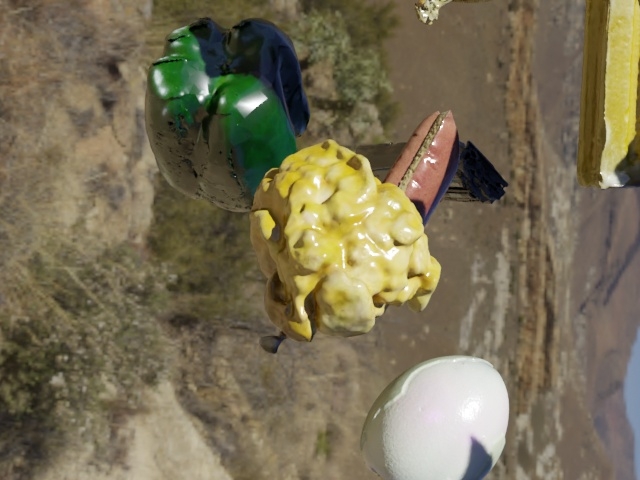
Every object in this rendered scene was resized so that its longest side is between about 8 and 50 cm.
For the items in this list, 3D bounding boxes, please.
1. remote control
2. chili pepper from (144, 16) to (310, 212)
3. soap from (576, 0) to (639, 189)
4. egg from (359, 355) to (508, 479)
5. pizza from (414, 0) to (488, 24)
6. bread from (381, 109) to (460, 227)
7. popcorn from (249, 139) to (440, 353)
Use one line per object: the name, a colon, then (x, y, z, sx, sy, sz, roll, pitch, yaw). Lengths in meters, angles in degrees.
remote control: (0.184, -0.118, 1.542, 0.144, 0.399, 0.062, 44, 76, -20)
chili pepper: (-0.135, -0.182, 1.200, 0.256, 0.234, 0.248, 81, 8, -65)
soap: (0.467, -0.228, 1.184, 0.091, 0.199, 0.314, -147, -125, -77)
egg: (0.167, 0.255, 1.178, 0.217, 0.183, 0.183, -55, 159, -2)
pizza: (0.228, -0.380, 1.249, 0.080, 0.188, 0.204, 51, 47, -21)
bread: (0.117, -0.063, 1.061, 0.192, 0.067, 0.119, -59, 163, -10)
popcorn: (0.019, -0.003, 0.738, 0.194, 0.164, 0.140, -96, 179, -54)
